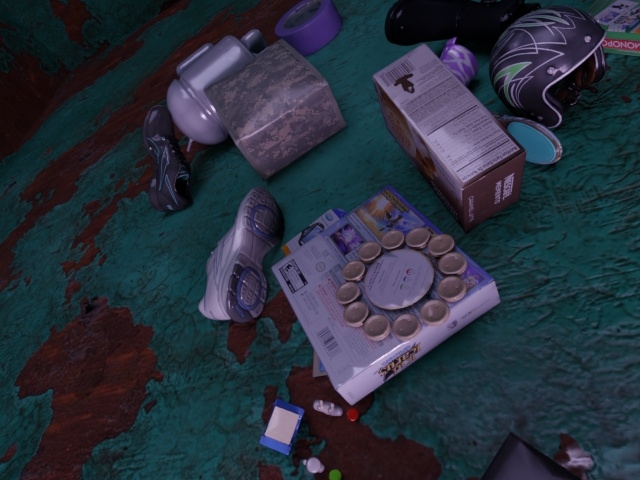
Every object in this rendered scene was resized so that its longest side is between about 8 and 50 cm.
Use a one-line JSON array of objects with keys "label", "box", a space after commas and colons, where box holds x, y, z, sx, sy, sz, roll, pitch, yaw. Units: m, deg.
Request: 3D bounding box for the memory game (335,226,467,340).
[{"label": "memory game", "box": [0.107, 0.055, 0.632, 0.186, 0.012, 0.186, -17, 45, 18]}]

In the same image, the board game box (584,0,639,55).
[{"label": "board game box", "box": [0.602, -0.422, 0.752, 0.317, 0.046, 0.213, -46, 43, -6]}]

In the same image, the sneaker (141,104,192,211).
[{"label": "sneaker", "box": [-0.377, -0.207, 1.179, 0.106, 0.101, 0.267, 1, 100, 24]}]

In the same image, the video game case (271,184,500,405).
[{"label": "video game case", "box": [0.079, 0.064, 0.695, 0.244, 0.061, 0.269, -35, 42, 0]}]

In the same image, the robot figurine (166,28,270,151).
[{"label": "robot figurine", "box": [-0.262, -0.399, 1.244, 0.353, 0.200, 0.300, -41, 72, 0]}]

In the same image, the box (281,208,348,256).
[{"label": "box", "box": [0.000, 0.000, 0.843, 0.136, 0.028, 0.081, -37, 42, 1]}]

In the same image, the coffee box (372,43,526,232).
[{"label": "coffee box", "box": [0.188, -0.155, 0.703, 0.098, 0.141, 0.246, -31, 62, 4]}]

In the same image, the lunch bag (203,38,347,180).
[{"label": "lunch bag", "box": [-0.118, -0.319, 1.071, 0.235, 0.169, 0.287, -34, 55, 2]}]

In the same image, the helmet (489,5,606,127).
[{"label": "helmet", "box": [0.350, -0.277, 0.723, 0.169, 0.161, 0.169, -20, 46, 22]}]

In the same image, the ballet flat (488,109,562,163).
[{"label": "ballet flat", "box": [0.311, -0.175, 0.745, 0.070, 0.070, 0.188, -47, 46, -7]}]

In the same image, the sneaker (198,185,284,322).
[{"label": "sneaker", "box": [-0.159, 0.017, 0.889, 0.129, 0.111, 0.297, -14, 47, 35]}]

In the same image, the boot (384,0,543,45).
[{"label": "boot", "box": [0.280, -0.431, 0.908, 0.247, 0.094, 0.207, -19, 33, -25]}]

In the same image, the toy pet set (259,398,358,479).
[{"label": "toy pet set", "box": [-0.021, 0.270, 0.620, 0.114, 0.065, 0.122, 19, 66, 6]}]

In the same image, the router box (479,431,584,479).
[{"label": "router box", "box": [0.184, 0.358, 0.361, 0.309, 0.081, 0.243, -51, 42, -11]}]

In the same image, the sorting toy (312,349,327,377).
[{"label": "sorting toy", "box": [0.014, 0.162, 0.703, 0.062, 0.012, 0.083, -19, 46, 23]}]

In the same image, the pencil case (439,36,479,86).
[{"label": "pencil case", "box": [0.212, -0.278, 0.880, 0.206, 0.088, 0.086, -51, 19, -14]}]

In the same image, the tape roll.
[{"label": "tape roll", "box": [-0.036, -0.637, 1.375, 0.189, 0.080, 0.189, -20, 46, 22]}]
